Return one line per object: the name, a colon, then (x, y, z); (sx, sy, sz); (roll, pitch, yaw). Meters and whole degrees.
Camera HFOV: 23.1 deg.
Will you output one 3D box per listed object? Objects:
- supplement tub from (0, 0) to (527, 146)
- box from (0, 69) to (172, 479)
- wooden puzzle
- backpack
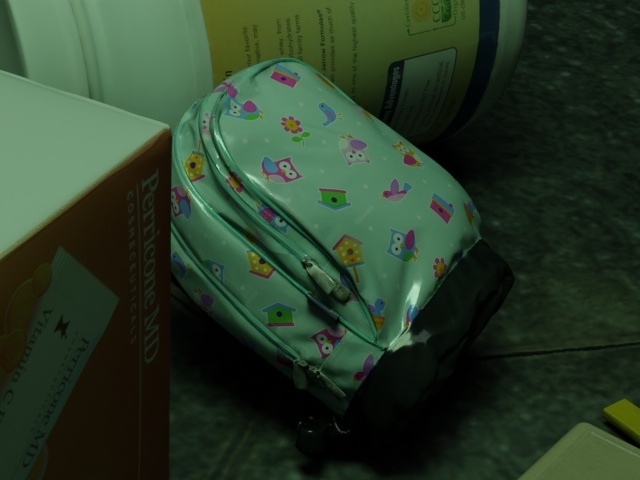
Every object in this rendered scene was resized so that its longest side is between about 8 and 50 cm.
supplement tub: (-0.062, -0.139, 0.928); (0.316, 0.228, 0.228); (-17, 38, -28)
box: (-0.213, 0.096, 0.567); (0.168, 0.215, 0.345); (18, 36, 20)
wooden puzzle: (0.137, 0.118, 0.749); (0.116, 0.014, 0.078); (-26, 39, -38)
backpack: (0.000, 0.000, 0.781); (0.182, 0.115, 0.152); (41, 36, 4)
